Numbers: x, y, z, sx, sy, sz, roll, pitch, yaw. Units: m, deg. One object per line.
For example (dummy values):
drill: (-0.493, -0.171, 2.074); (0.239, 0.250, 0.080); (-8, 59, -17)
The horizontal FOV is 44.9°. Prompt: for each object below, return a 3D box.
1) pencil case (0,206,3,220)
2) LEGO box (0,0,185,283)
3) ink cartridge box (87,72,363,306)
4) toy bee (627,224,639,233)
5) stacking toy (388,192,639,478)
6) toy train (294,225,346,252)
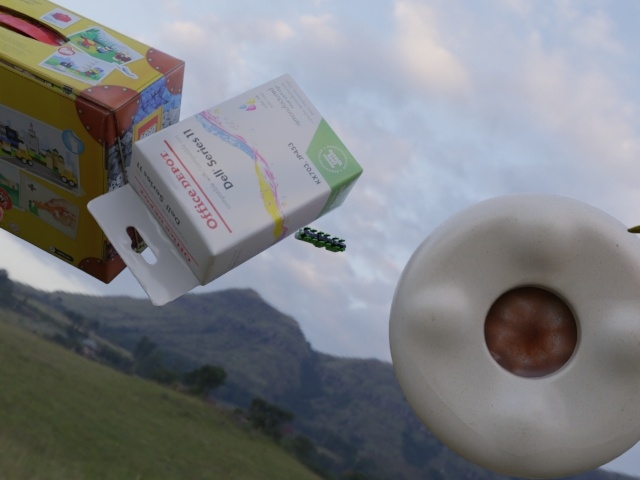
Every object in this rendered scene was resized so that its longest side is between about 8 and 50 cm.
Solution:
pencil case: (-0.523, -0.073, 0.987); (0.236, 0.104, 0.104); (41, -20, -1)
LEGO box: (-0.505, -0.207, 1.319); (0.500, 0.193, 0.372); (26, -47, 11)
ink cartridge box: (-0.138, -0.080, 1.140); (0.207, 0.353, 0.119); (53, -29, 10)
toy bee: (0.378, -0.043, 0.705); (0.298, 0.195, 0.162); (64, 16, -6)
stacking toy: (0.291, 0.141, 1.142); (0.350, 0.351, 0.480); (26, -3, 12)
toy train: (0.000, 0.000, 0.929); (0.023, 0.017, 0.083); (-13, -20, 38)
